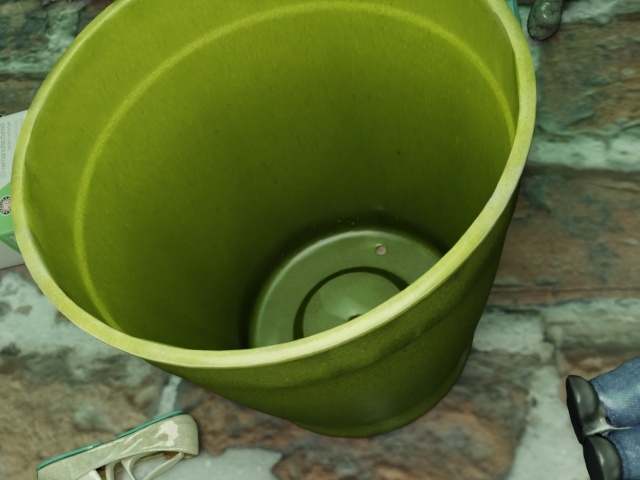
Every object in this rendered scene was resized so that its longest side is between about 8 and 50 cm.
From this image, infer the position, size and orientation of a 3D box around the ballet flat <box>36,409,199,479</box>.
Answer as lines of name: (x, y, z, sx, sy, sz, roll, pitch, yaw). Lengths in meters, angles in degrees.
ballet flat: (-0.197, 0.216, 0.824, 0.168, 0.057, 0.052, -22, 66, 2)

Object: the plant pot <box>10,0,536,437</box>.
plant pot: (0.000, 0.000, 0.720, 0.366, 0.353, 0.367, -7, 58, 12)

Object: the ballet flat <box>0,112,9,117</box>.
ballet flat: (-0.396, -0.127, 1.093, 0.041, 0.041, 0.114, -38, 58, -9)

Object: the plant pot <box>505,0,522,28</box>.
plant pot: (0.025, -0.245, 0.894, 0.333, 0.341, 0.341, -10, 57, 18)

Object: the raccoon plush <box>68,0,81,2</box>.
raccoon plush: (-0.221, -0.531, 1.171, 0.446, 0.216, 0.299, -4, 50, 25)

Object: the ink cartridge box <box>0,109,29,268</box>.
ink cartridge box: (-0.415, -0.045, 1.007, 0.212, 0.093, 0.154, -13, 67, 10)

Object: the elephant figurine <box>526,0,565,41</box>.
elephant figurine: (0.278, -0.390, 0.971, 0.186, 0.239, 0.169, -28, 54, -18)

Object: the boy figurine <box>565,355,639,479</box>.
boy figurine: (0.352, 0.120, 0.707, 0.285, 0.092, 0.177, -17, 56, 4)
